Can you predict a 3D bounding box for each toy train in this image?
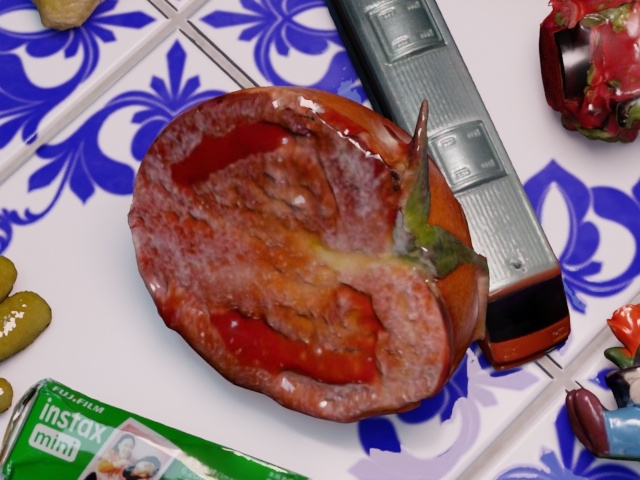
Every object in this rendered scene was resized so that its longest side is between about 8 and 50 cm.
[{"bbox_3d":[0.113,-0.087,1.219,0.086,0.089,0.409,-20,72,-10],"label":"toy train"}]

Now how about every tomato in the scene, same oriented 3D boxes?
[{"bbox_3d":[0.005,-0.002,1.142,0.309,0.309,0.170,39,35,13],"label":"tomato"}]

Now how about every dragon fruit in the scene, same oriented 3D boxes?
[{"bbox_3d":[0.286,-0.158,1.202,0.172,0.160,0.166,-8,53,-2],"label":"dragon fruit"}]

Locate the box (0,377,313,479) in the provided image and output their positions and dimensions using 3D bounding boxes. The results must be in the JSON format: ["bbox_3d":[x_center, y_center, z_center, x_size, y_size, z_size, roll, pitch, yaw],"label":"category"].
[{"bbox_3d":[-0.121,0.201,1.087,0.250,0.180,0.103,22,79,7],"label":"box"}]

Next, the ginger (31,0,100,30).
[{"bbox_3d":[-0.129,-0.403,1.305,0.363,0.122,0.348,-15,80,11],"label":"ginger"}]

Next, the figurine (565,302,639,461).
[{"bbox_3d":[0.304,0.073,1.150,0.185,0.127,0.234,3,82,11],"label":"figurine"}]

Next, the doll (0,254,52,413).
[{"bbox_3d":[-0.335,0.103,1.185,0.209,0.097,0.137,-38,106,-26],"label":"doll"}]
